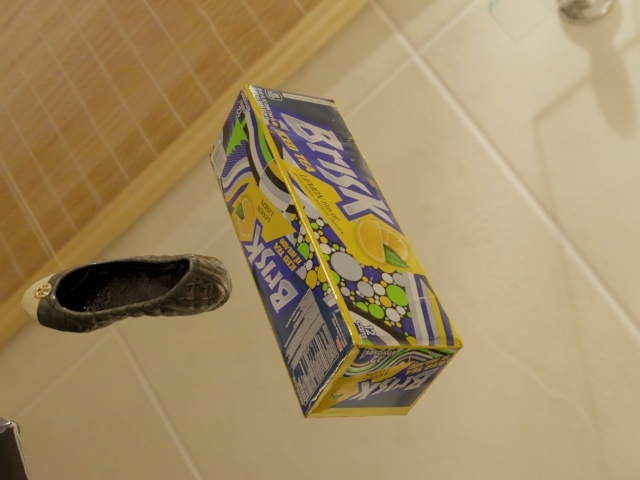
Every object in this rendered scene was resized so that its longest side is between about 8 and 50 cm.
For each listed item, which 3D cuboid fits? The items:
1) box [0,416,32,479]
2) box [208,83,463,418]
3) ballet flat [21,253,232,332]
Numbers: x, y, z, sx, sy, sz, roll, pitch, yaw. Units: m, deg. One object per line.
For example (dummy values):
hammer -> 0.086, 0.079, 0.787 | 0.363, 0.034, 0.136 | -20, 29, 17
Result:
box -> -0.444, 0.257, 0.692 | 0.312, 0.179, 0.343 | 9, 25, 42
box -> 0.000, 0.000, 0.424 | 0.059, 0.169, 0.054 | 5, -46, -32
ballet flat -> -0.141, 0.029, 0.615 | 0.173, 0.057, 0.049 | -8, -34, 24
